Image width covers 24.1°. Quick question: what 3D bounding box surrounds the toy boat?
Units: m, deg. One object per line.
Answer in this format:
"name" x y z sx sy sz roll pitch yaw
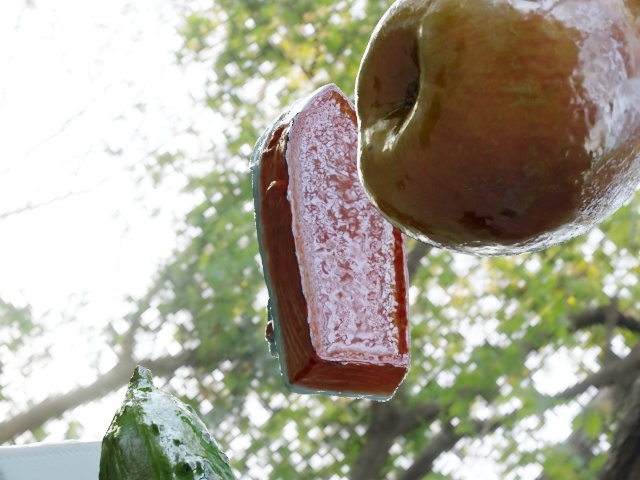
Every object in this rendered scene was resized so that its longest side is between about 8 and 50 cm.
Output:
"toy boat" 0.000 0.000 1.470 0.133 0.145 0.331 135 -45 -54

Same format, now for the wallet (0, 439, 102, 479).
"wallet" -0.211 0.354 1.430 0.083 0.252 0.360 -33 -109 22

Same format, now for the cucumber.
"cucumber" -0.124 0.209 1.266 0.134 0.134 0.244 102 -28 -47

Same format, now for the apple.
"apple" 0.118 -0.074 0.920 0.195 0.173 0.160 -56 -140 39
